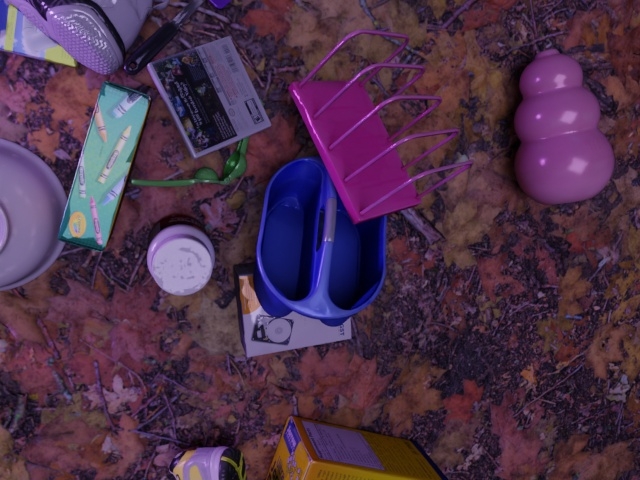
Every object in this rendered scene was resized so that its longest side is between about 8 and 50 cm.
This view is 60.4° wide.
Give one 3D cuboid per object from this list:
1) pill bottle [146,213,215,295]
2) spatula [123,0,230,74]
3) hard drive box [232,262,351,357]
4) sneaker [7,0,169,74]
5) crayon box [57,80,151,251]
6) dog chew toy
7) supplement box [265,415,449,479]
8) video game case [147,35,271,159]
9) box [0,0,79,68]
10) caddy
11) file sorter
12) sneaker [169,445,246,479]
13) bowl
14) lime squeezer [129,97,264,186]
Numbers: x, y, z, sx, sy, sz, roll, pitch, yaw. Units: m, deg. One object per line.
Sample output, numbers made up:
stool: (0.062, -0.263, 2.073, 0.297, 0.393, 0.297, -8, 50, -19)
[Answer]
pill bottle: (-0.261, 0.023, 1.025, 0.121, 0.221, 0.121, -3, 102, -16)
spatula: (-0.261, -0.420, 1.036, 0.296, 0.030, 0.084, -47, 112, -3)
hard drive box: (-0.059, 0.132, 1.177, 0.232, 0.089, 0.181, -8, 104, -15)
sneaker: (-0.427, -0.467, 0.901, 0.366, 0.137, 0.210, 43, 68, -19)
crayon box: (-0.381, -0.135, 0.987, 0.081, 0.165, 0.279, 17, 96, -19)
dog chew toy: (0.526, -0.252, 1.221, 0.206, 0.206, 0.332, -12, 97, -14)
supplement box: (0.079, 0.560, 1.249, 0.356, 0.194, 0.195, 18, 95, -18)
video game case: (-0.208, -0.274, 1.052, 0.173, 0.022, 0.191, -29, 99, -24)
box: (-0.514, -0.377, 0.965, 0.178, 0.042, 0.109, 9, 98, -19)
caddy: (0.000, 0.000, 1.048, 0.241, 0.179, 0.342, 10, 60, -10)
file sorter: (0.120, -0.214, 1.019, 0.202, 0.182, 0.291, -17, 78, -45)
sneaker: (-0.242, 0.618, 1.218, 0.147, 0.145, 0.385, 4, 104, 14)
bowl: (-0.607, -0.035, 0.959, 0.297, 0.134, 0.298, -3, 101, -16)
lime squeezer: (-0.209, -0.152, 1.072, 0.310, 0.058, 0.110, -38, 133, -22)
